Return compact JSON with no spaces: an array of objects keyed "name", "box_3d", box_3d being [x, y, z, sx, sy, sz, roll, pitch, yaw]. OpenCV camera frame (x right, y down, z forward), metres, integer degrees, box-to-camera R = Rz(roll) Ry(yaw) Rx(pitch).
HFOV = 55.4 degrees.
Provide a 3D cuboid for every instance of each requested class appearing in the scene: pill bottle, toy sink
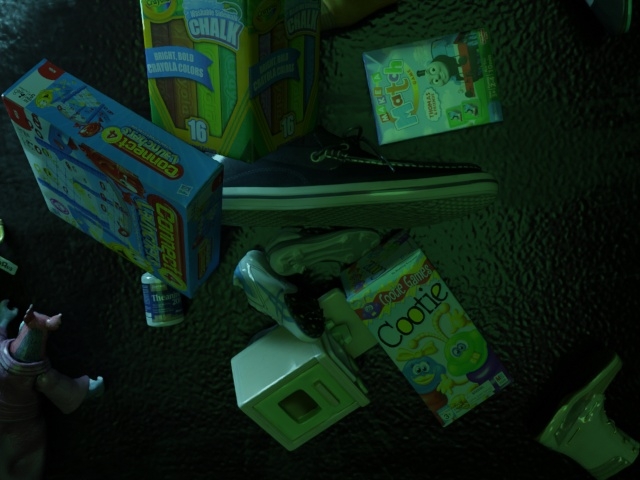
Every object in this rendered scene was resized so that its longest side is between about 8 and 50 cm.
[{"name":"pill bottle","box_3d":[-0.284,0.089,1.091,0.067,0.067,0.120,-5,97,3]},{"name":"toy sink","box_3d":[-0.010,0.222,1.038,0.234,0.131,0.153,-34,122,6]}]

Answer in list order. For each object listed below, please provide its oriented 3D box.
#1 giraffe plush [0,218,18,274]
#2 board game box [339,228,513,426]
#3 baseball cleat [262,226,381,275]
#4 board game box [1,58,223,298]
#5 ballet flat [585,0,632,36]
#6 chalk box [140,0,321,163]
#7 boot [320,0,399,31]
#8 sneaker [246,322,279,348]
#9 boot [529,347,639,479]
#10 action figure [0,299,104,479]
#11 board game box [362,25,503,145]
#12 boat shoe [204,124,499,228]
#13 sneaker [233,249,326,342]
[{"name":"giraffe plush","box_3d":[-0.666,0.029,1.050,0.210,0.170,0.181,13,98,1]},{"name":"board game box","box_3d":[0.173,0.141,1.020,0.142,0.144,0.275,-36,103,6]},{"name":"baseball cleat","box_3d":[0.000,0.000,1.065,0.206,0.109,0.072,-10,125,-24]},{"name":"board game box","box_3d":[-0.301,-0.076,0.939,0.302,0.308,0.086,31,61,7]},{"name":"ballet flat","box_3d":[0.448,-0.465,0.980,0.096,0.095,0.280,3,87,12]},{"name":"chalk box","box_3d":[-0.117,-0.280,0.829,0.180,0.179,0.289,16,122,26]},{"name":"boot","box_3d":[0.000,-0.496,0.995,0.211,0.104,0.295,-24,100,0]},{"name":"sneaker","box_3d":[-0.057,0.171,1.105,0.152,0.053,0.061,-34,111,9]},{"name":"boot","box_3d":[0.500,0.310,1.079,0.165,0.077,0.213,34,103,-1]},{"name":"action figure","box_3d":[-0.540,0.267,1.038,0.248,0.276,0.370,25,112,5]},{"name":"board game box","box_3d":[0.190,-0.260,1.039,0.212,0.039,0.160,-11,97,5]},{"name":"boat shoe","box_3d":[0.029,-0.106,0.983,0.500,0.187,0.156,1,77,12]},{"name":"sneaker","box_3d":[-0.072,0.104,1.026,0.085,0.237,0.086,16,108,-42]}]
